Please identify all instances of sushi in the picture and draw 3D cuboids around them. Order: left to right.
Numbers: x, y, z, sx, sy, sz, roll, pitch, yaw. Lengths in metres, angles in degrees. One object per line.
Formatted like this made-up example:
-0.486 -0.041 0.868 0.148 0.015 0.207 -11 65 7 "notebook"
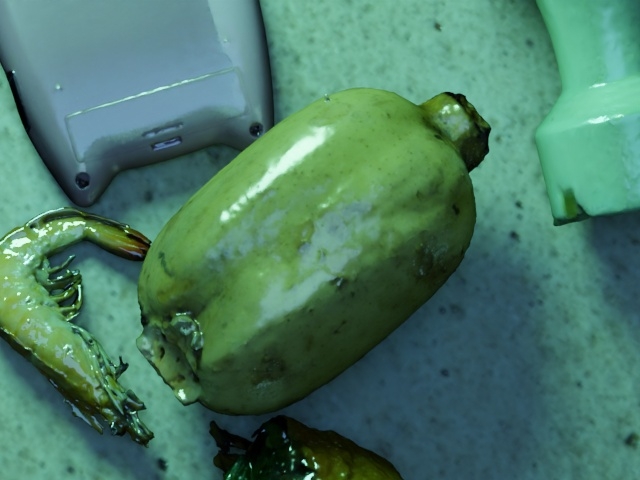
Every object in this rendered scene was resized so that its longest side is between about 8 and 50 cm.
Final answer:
-0.001 0.237 1.213 0.140 0.149 0.287 11 40 -26 "sushi"

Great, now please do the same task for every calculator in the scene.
-0.145 -0.183 1.329 0.194 0.043 0.294 -17 81 -5 "calculator"

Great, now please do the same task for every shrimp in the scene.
-0.153 0.054 1.298 0.178 0.034 0.124 44 74 8 "shrimp"

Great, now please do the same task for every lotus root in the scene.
0.000 0.000 1.258 0.284 0.146 0.160 -39 95 -10 "lotus root"

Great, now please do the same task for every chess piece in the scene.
0.191 -0.168 1.288 0.194 0.194 0.299 -12 91 -5 "chess piece"
